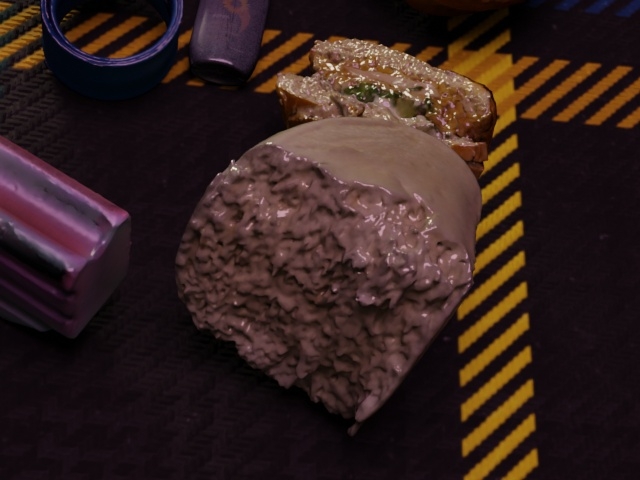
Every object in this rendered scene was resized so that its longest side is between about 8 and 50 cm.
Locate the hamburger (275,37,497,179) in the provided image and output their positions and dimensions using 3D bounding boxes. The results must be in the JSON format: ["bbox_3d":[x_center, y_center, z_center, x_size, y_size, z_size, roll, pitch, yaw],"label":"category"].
[{"bbox_3d":[0.080,-0.115,1.669,0.283,0.157,0.144,26,49,34],"label":"hamburger"}]

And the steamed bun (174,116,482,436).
[{"bbox_3d":[0.000,0.000,1.509,0.272,0.290,0.273,35,39,-13],"label":"steamed bun"}]

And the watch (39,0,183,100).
[{"bbox_3d":[-0.262,-0.274,1.724,0.196,0.171,0.200,-19,75,-6],"label":"watch"}]

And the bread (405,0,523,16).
[{"bbox_3d":[0.193,-0.427,1.806,0.312,0.312,0.172,-16,21,-18],"label":"bread"}]

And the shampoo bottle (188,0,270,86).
[{"bbox_3d":[-0.106,-0.298,1.815,0.087,0.049,0.234,13,58,-4],"label":"shampoo bottle"}]

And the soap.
[{"bbox_3d":[-0.362,-0.028,1.532,0.324,0.193,0.109,29,58,9],"label":"soap"}]
